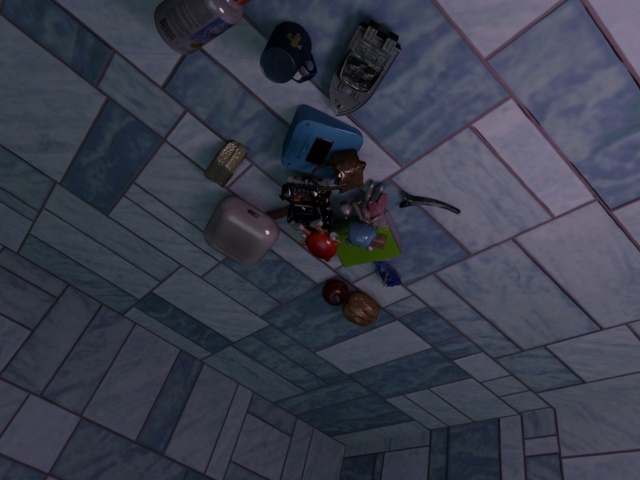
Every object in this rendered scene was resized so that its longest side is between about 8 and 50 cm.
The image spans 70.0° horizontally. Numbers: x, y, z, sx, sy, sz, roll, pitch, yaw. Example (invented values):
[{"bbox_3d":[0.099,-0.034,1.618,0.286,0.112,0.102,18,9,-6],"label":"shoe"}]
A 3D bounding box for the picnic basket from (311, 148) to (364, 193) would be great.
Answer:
[{"bbox_3d":[0.056,-0.229,1.599,0.178,0.128,0.138,-20,141,-8],"label":"picnic basket"}]

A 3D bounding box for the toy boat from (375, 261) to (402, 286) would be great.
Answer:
[{"bbox_3d":[0.291,0.163,2.015,0.091,0.110,0.175,-18,125,33],"label":"toy boat"}]

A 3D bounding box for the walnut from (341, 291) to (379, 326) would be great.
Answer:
[{"bbox_3d":[0.198,0.335,2.201,0.184,0.156,0.155,27,137,-13],"label":"walnut"}]

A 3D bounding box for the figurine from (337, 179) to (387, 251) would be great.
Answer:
[{"bbox_3d":[0.155,-0.100,1.708,0.205,0.103,0.260,18,97,4],"label":"figurine"}]

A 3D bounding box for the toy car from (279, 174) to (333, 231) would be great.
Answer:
[{"bbox_3d":[-0.047,-0.138,1.781,0.192,0.118,0.301,6,152,10],"label":"toy car"}]

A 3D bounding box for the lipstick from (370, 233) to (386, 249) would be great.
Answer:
[{"bbox_3d":[0.183,-0.009,1.793,0.145,0.045,0.045,15,130,4],"label":"lipstick"}]

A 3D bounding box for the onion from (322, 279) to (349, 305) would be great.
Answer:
[{"bbox_3d":[0.073,0.249,2.173,0.131,0.131,0.131,10,137,9],"label":"onion"}]

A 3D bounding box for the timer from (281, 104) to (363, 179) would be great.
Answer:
[{"bbox_3d":[0.004,-0.339,1.628,0.249,0.092,0.232,16,139,-16],"label":"timer"}]

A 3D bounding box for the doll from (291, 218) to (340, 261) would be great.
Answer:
[{"bbox_3d":[0.000,0.000,1.828,0.183,0.085,0.217,-9,131,38],"label":"doll"}]

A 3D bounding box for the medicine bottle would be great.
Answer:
[{"bbox_3d":[-0.328,-0.667,1.309,0.288,0.157,0.157,-15,129,31],"label":"medicine bottle"}]

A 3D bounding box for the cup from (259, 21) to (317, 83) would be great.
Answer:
[{"bbox_3d":[-0.091,-0.541,1.364,0.176,0.155,0.131,37,135,-18],"label":"cup"}]

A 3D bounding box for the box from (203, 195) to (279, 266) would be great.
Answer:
[{"bbox_3d":[-0.346,-0.033,1.979,0.288,0.141,0.349,31,143,-11],"label":"box"}]

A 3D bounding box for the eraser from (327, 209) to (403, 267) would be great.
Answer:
[{"bbox_3d":[0.180,-0.006,1.887,0.273,0.092,0.210,-11,127,27],"label":"eraser"}]

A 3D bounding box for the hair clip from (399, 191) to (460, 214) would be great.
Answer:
[{"bbox_3d":[0.414,-0.133,1.712,0.229,0.039,0.070,11,136,5],"label":"hair clip"}]

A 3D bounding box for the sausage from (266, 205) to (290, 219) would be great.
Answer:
[{"bbox_3d":[-0.161,-0.119,1.924,0.157,0.036,0.042,-18,135,33],"label":"sausage"}]

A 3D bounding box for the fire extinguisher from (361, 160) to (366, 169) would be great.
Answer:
[{"bbox_3d":[0.131,-0.253,1.686,0.046,0.032,0.100,14,133,-12],"label":"fire extinguisher"}]

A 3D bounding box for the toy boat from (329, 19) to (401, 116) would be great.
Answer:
[{"bbox_3d":[0.115,-0.499,1.385,0.141,0.092,0.320,27,138,-8],"label":"toy boat"}]

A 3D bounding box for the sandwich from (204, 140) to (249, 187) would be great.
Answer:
[{"bbox_3d":[-0.381,-0.283,1.788,0.094,0.096,0.258,36,133,-12],"label":"sandwich"}]
